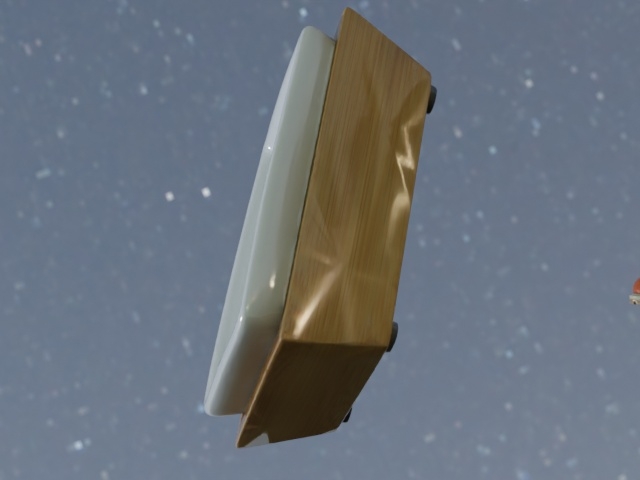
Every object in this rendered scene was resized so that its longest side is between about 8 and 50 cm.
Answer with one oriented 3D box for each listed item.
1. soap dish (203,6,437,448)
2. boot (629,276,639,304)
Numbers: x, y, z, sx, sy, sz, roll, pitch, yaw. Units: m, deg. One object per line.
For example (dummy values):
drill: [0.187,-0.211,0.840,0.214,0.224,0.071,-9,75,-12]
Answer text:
soap dish: [0.000,0.000,1.300,0.118,0.291,0.229,14,-29,-5]
boot: [0.343,0.013,1.466,0.158,0.084,0.059,-15,3,-8]
